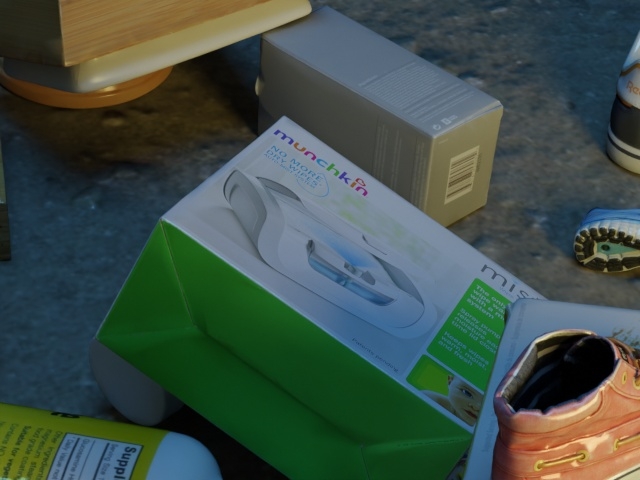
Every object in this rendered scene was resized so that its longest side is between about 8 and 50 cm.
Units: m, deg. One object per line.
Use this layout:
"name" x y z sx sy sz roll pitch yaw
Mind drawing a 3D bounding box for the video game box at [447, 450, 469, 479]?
"video game box" 0.124 0.144 1.359 0.187 0.048 0.205 8 38 8

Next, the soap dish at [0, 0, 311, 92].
"soap dish" -0.175 -0.246 1.641 0.291 0.118 0.229 -22 21 -26

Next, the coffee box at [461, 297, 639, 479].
"coffee box" 0.236 0.278 0.943 0.334 0.338 0.337 7 38 14

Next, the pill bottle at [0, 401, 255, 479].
"pill bottle" -0.180 0.211 1.130 0.334 0.188 0.188 9 39 5

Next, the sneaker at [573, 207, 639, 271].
"sneaker" 0.320 -0.007 1.557 0.162 0.063 0.073 9 35 6

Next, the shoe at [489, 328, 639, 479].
"shoe" 0.161 0.078 0.869 0.178 0.081 0.063 -27 41 -27

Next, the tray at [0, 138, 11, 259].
"tray" -0.500 -0.056 1.527 0.411 0.076 0.202 -5 39 -11

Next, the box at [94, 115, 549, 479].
"box" 0.010 0.060 1.225 0.262 0.126 0.231 35 31 6

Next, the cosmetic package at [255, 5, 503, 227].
"cosmetic package" 0.050 -0.118 1.619 0.107 0.127 0.238 -27 50 -33

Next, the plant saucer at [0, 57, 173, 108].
"plant saucer" -0.255 -0.210 1.774 0.200 0.037 0.200 3 38 -2

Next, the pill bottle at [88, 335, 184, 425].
"pill bottle" -0.088 0.064 1.380 0.118 0.117 0.208 30 45 28

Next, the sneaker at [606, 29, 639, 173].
"sneaker" 0.411 -0.190 1.748 0.126 0.127 0.321 23 40 24
